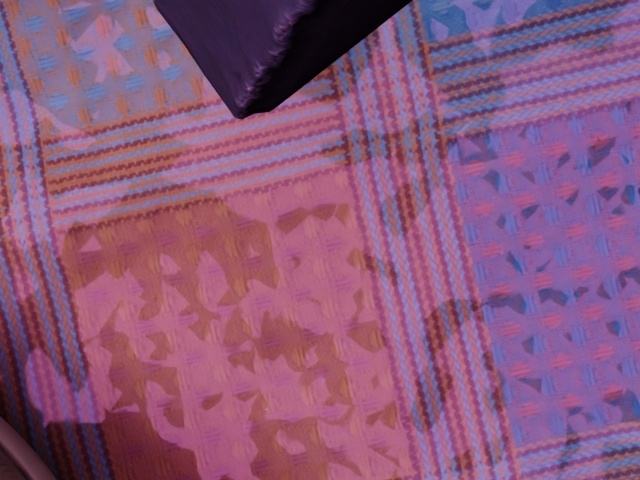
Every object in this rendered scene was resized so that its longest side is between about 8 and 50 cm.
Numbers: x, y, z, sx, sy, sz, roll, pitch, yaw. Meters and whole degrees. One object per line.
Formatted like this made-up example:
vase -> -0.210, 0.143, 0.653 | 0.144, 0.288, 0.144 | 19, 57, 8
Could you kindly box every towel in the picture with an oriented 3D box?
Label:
towel -> 0.000, 0.000, 0.663 | 0.370, 0.040, 0.271 | -14, 93, 8

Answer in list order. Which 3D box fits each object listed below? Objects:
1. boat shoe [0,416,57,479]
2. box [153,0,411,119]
boat shoe -> -0.172, 0.097, 0.631 | 0.302, 0.113, 0.103 | 51, 142, 23
box -> 0.033, -0.371, 0.431 | 0.480, 0.297, 0.471 | -39, 92, -11
